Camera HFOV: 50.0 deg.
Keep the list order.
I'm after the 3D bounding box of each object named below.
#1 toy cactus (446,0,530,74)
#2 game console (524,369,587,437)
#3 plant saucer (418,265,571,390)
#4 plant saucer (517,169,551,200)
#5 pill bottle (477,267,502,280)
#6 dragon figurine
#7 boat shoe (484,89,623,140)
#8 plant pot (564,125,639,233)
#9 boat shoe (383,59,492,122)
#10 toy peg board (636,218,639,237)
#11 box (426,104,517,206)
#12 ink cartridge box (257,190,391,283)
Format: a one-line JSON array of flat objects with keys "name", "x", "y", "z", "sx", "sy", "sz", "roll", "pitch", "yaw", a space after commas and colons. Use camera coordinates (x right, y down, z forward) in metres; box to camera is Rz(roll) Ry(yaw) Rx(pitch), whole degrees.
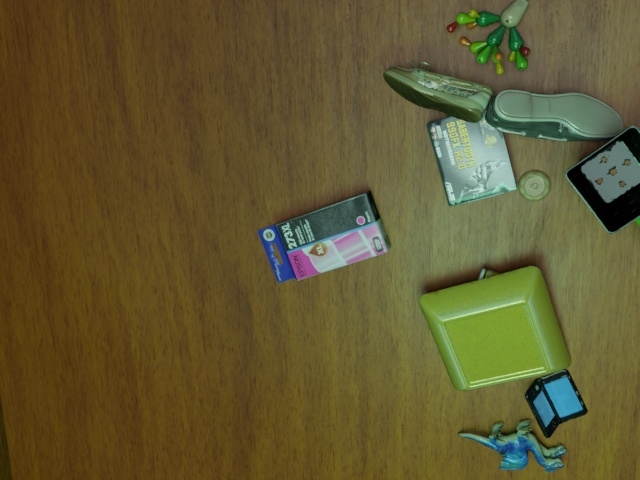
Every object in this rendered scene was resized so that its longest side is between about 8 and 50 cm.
[{"name": "toy cactus", "x": 0.442, "y": -0.523, "z": 1.698, "sx": 0.219, "sy": 0.112, "sz": 0.180, "roll": 39, "pitch": 100, "yaw": 13}, {"name": "game console", "x": 0.642, "y": 0.445, "z": 1.869, "sx": 0.085, "sy": 0.124, "sz": 0.144, "roll": -23, "pitch": 96, "yaw": 46}, {"name": "plant saucer", "x": 0.467, "y": 0.262, "z": 1.835, "sx": 0.333, "sy": 0.081, "sz": 0.332, "roll": -17, "pitch": 111, "yaw": 19}, {"name": "plant saucer", "x": 0.558, "y": -0.142, "z": 1.789, "sx": 0.084, "sy": 0.015, "sz": 0.083, "roll": 4, "pitch": 104, "yaw": 16}, {"name": "pill bottle", "x": 0.482, "y": 0.122, "z": 1.847, "sx": 0.116, "sy": 0.065, "sz": 0.065, "roll": 19, "pitch": 107, "yaw": 11}, {"name": "dragon figurine", "x": 0.537, "y": 0.590, "z": 1.929, "sx": 0.289, "sy": 0.085, "sz": 0.143, "roll": -12, "pitch": 99, "yaw": 17}, {"name": "boat shoe", "x": 0.573, "y": -0.305, "z": 1.700, "sx": 0.336, "sy": 0.095, "sz": 0.112, "roll": 8, "pitch": 77, "yaw": -7}, {"name": "plant pot", "x": 0.719, "y": -0.154, "z": 1.660, "sx": 0.188, "sy": 0.167, "sz": 0.187, "roll": -37, "pitch": 90, "yaw": 20}, {"name": "boat shoe", "x": 0.296, "y": -0.390, "z": 1.753, "sx": 0.285, "sy": 0.104, "sz": 0.089, "roll": 27, "pitch": 84, "yaw": 20}, {"name": "toy peg board", "x": 0.843, "y": -0.060, "z": 1.669, "sx": 0.161, "sy": 0.161, "sz": 0.079, "roll": -38, "pitch": 63, "yaw": 21}, {"name": "box", "x": 0.397, "y": -0.222, "z": 1.795, "sx": 0.183, "sy": 0.056, "sz": 0.230, "roll": -13, "pitch": 99, "yaw": 19}, {"name": "ink cartridge box", "x": 0.000, "y": 0.000, "z": 1.963, "sx": 0.371, "sy": 0.069, "sz": 0.175, "roll": -18, "pitch": 97, "yaw": 22}]
